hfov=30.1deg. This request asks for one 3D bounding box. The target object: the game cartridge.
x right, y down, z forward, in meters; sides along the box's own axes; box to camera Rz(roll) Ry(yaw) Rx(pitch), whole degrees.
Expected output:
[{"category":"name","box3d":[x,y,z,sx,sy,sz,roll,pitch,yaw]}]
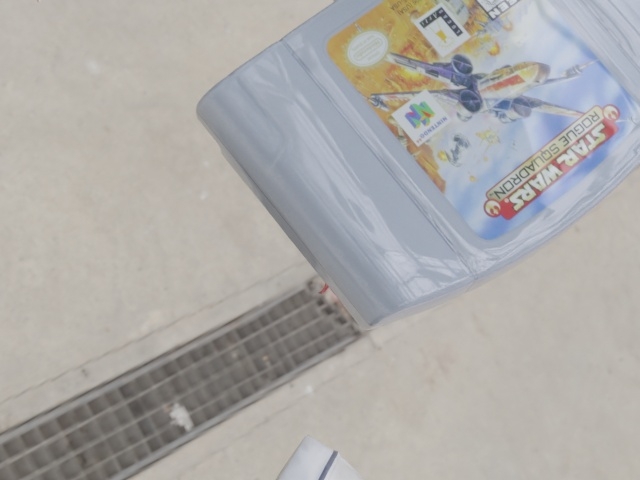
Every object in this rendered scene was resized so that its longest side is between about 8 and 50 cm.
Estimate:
[{"category":"game cartridge","box3d":[0.098,-0.089,0.741,0.297,0.062,0.198,-38,80,-18]}]

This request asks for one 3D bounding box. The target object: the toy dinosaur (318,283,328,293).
[{"category":"toy dinosaur","box3d":[0.000,0.000,1.362,0.082,0.047,0.090,47,33,-15]}]

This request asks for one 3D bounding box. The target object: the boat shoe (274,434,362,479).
[{"category":"boat shoe","box3d":[-0.020,0.218,0.717,0.088,0.096,0.267,32,22,3]}]
